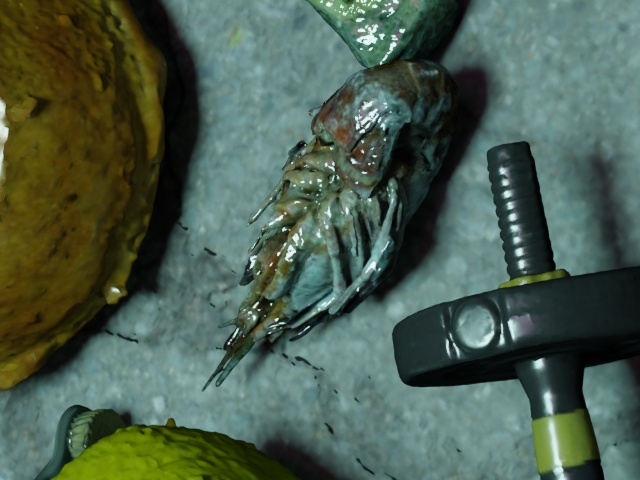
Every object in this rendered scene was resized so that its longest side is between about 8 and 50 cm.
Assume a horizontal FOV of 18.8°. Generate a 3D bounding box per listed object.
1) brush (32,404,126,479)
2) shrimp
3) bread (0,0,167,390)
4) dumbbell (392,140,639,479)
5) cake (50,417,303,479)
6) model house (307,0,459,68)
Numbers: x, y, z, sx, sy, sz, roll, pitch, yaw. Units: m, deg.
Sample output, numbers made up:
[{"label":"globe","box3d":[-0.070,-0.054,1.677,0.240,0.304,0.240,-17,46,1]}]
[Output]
[{"label":"brush","box3d":[-0.165,0.164,1.016,0.027,0.266,0.062,-11,108,26]},{"label":"shrimp","box3d":[0.000,0.000,1.019,0.090,0.079,0.233,50,118,31]},{"label":"bread","box3d":[-0.239,-0.064,1.123,0.312,0.172,0.312,-2,86,31]},{"label":"dumbbell","box3d":[0.117,0.112,0.891,0.143,0.143,0.325,-17,77,32]},{"label":"cake","box3d":[-0.089,0.229,0.990,0.156,0.179,0.260,31,102,42]},{"label":"model house","box3d":[0.033,-0.136,1.010,0.079,0.066,0.083,-41,67,4]}]
